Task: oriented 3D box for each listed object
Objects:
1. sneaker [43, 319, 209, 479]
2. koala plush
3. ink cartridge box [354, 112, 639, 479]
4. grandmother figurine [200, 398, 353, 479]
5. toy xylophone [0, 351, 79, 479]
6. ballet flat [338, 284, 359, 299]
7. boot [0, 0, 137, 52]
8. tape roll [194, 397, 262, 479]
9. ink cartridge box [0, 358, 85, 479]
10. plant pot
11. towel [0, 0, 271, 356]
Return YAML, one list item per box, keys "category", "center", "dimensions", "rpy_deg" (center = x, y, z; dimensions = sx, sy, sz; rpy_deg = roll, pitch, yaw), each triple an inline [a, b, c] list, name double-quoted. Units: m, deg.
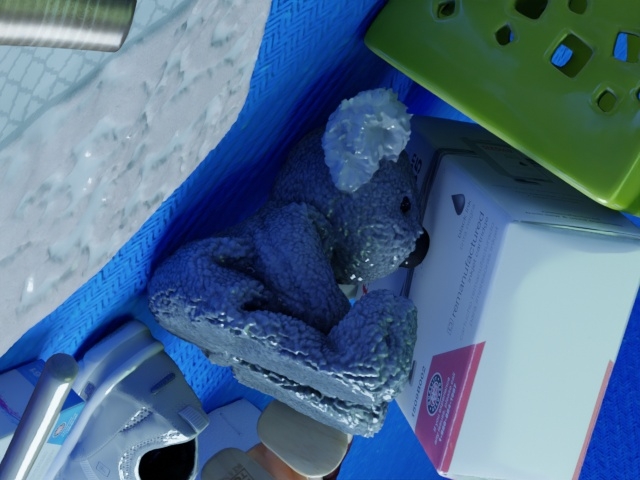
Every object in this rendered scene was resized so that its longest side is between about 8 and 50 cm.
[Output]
- category: "sneaker"
  center: [-0.156, 0.186, 1.184]
  dimensions: [0.105, 0.115, 0.281]
  rpy_deg: [-36, 160, -31]
- category: "koala plush"
  center: [0.000, 0.000, 1.110]
  dimensions: [0.196, 0.203, 0.221]
  rpy_deg: [105, 11, -73]
- category: "ink cartridge box"
  center: [0.127, 0.038, 1.169]
  dimensions: [0.283, 0.117, 0.207]
  rpy_deg: [-123, -136, -66]
- category: "grandmother figurine"
  center: [-0.036, 0.231, 1.322]
  dimensions: [0.208, 0.104, 0.342]
  rpy_deg: [-34, 165, -6]
- category: "toy xylophone"
  center: [-0.211, 0.036, 0.552]
  dimensions: [0.081, 0.236, 0.323]
  rpy_deg: [-44, 166, -36]
- category: "ballet flat"
  center: [0.040, 0.014, 1.345]
  dimensions: [0.213, 0.072, 0.068]
  rpy_deg: [-17, 142, -57]
- category: "boot"
  center: [-0.137, -0.163, 0.514]
  dimensions: [0.152, 0.197, 0.073]
  rpy_deg: [9, 152, -23]
- category: "tape roll"
  center: [-0.177, 0.329, 1.524]
  dimensions: [0.392, 0.072, 0.392]
  rpy_deg: [-41, 162, -17]
- category: "ink cartridge box"
  center: [-0.233, 0.142, 1.014]
  dimensions: [0.122, 0.052, 0.088]
  rpy_deg: [-22, 150, -56]
- category: "plant pot"
  center: [0.205, -0.161, 1.107]
  dimensions: [0.207, 0.228, 0.227]
  rpy_deg: [-57, 160, 11]
- category: "towel"
  center: [-0.121, -0.062, 0.724]
  dimensions: [0.332, 0.053, 0.317]
  rpy_deg: [-47, 168, -34]
